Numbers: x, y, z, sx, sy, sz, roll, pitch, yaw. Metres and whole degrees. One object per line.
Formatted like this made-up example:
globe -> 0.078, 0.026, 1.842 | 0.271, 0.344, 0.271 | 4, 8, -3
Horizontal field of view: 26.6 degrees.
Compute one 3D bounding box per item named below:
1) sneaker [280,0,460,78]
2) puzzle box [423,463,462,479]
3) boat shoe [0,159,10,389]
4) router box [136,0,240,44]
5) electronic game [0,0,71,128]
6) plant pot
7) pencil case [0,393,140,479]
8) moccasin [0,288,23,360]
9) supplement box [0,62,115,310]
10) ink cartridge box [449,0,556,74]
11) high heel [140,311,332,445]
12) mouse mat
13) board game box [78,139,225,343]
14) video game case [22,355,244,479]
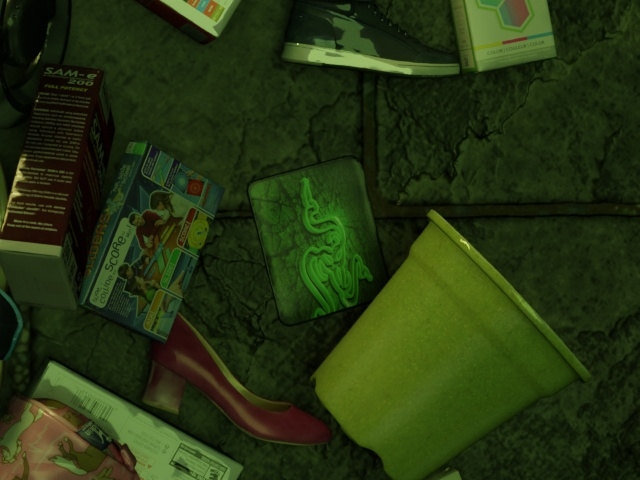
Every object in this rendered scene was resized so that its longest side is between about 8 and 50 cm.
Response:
sneaker -> 0.073, -0.282, 1.651 | 0.226, 0.086, 0.163 | 7, 94, -15
puzzle box -> 0.035, 0.487, 1.701 | 0.409, 0.052, 0.272 | -23, 99, -13
boat shoe -> -0.397, 0.042, 1.525 | 0.089, 0.104, 0.285 | 3, 93, -18
router box -> -0.167, -0.451, 1.575 | 0.301, 0.082, 0.335 | 32, 84, -15
electronic game -> -0.329, -0.235, 1.474 | 0.048, 0.229, 0.229 | 10, 90, 11
plant pot -> 0.136, 0.148, 1.621 | 0.254, 0.276, 0.276 | -43, 103, 1
pencil case -> -0.351, 0.357, 1.447 | 0.160, 0.167, 0.386 | 43, 73, -43
moccasin -> -0.480, 0.029, 1.439 | 0.342, 0.117, 0.138 | 21, 102, 9
supplement box -> -0.285, -0.059, 1.482 | 0.073, 0.130, 0.239 | 6, 62, 1
ink cartridge box -> 0.219, -0.321, 1.703 | 0.109, 0.062, 0.209 | -12, 96, -14
high heel -> -0.090, 0.169, 1.637 | 0.244, 0.082, 0.117 | 18, 92, -6
mouse mat -> 0.000, 0.000, 1.688 | 0.152, 0.007, 0.190 | -16, 98, -15
board game box -> -0.200, 0.003, 1.570 | 0.136, 0.035, 0.201 | 32, 73, -44
video game case -> -0.267, 0.307, 1.599 | 0.269, 0.061, 0.244 | 32, 83, -15
